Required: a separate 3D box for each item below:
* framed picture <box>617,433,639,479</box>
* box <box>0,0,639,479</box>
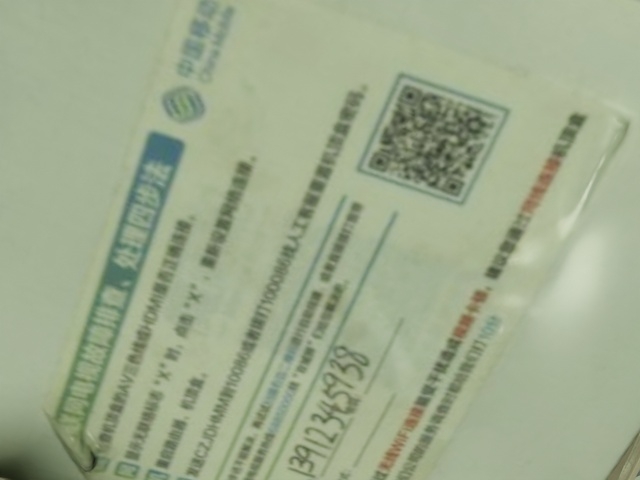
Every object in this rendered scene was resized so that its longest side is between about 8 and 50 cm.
[{"bbox_3d":[0.371,0.159,1.179,0.203,0.150,0.015,-16,49,-26],"label":"framed picture"},{"bbox_3d":[0.000,-0.001,0.665,0.396,0.111,0.396,17,123,-11],"label":"box"}]
